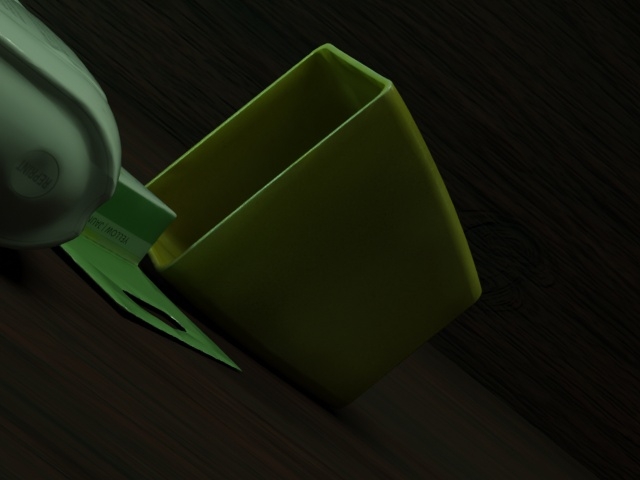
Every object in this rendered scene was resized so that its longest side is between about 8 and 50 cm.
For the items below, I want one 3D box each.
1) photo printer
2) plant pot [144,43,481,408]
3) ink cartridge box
[{"bbox_3d":[-0.243,-0.121,1.011,0.307,0.107,0.256,38,3,-28],"label":"photo printer"},{"bbox_3d":[0.000,0.000,1.455,0.187,0.212,0.212,51,-2,-19],"label":"plant pot"},{"bbox_3d":[-0.147,-0.021,1.247,0.235,0.056,0.171,38,1,28],"label":"ink cartridge box"}]
